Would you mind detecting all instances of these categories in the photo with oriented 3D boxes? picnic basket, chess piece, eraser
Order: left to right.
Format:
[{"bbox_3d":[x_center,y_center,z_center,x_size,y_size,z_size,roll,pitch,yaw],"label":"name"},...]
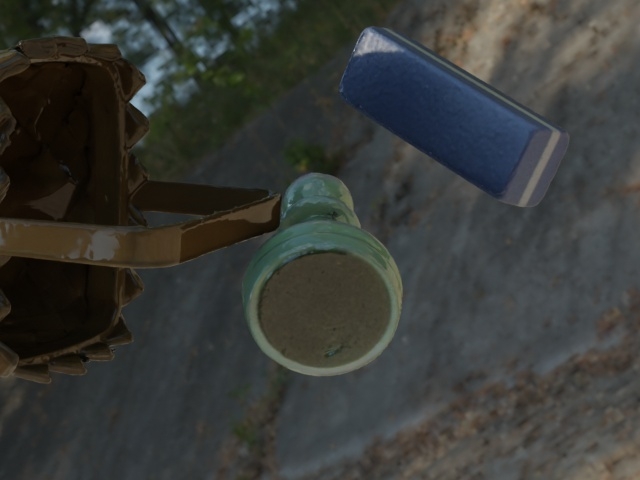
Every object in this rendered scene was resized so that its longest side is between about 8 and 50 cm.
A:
[{"bbox_3d":[-0.219,-0.029,1.133,0.321,0.291,0.254,6,9,22],"label":"picnic basket"},{"bbox_3d":[0.000,0.000,1.223,0.139,0.139,0.271,-35,23,16],"label":"chess piece"},{"bbox_3d":[0.120,-0.117,1.224,0.036,0.225,0.082,-18,-43,-52],"label":"eraser"}]
